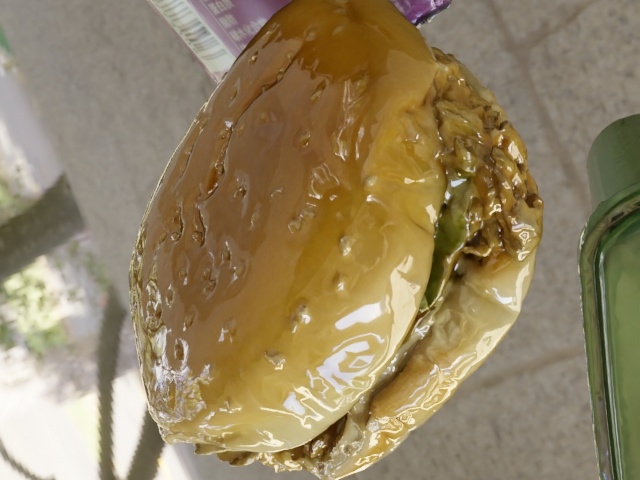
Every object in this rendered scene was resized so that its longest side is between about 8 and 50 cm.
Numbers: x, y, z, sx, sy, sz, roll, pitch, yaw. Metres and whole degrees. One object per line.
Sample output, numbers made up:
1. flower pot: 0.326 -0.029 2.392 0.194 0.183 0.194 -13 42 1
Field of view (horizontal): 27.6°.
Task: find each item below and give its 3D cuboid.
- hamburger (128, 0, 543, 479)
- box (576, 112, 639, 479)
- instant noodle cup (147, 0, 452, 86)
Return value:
1. hamburger: 0.000 0.000 0.402 0.147 0.083 0.138 -52 36 25
2. box: 0.308 0.029 0.748 0.178 0.329 0.252 -89 -10 -60
3. instant noodle cup: -0.001 -0.235 0.543 0.266 0.340 0.340 55 157 -14
